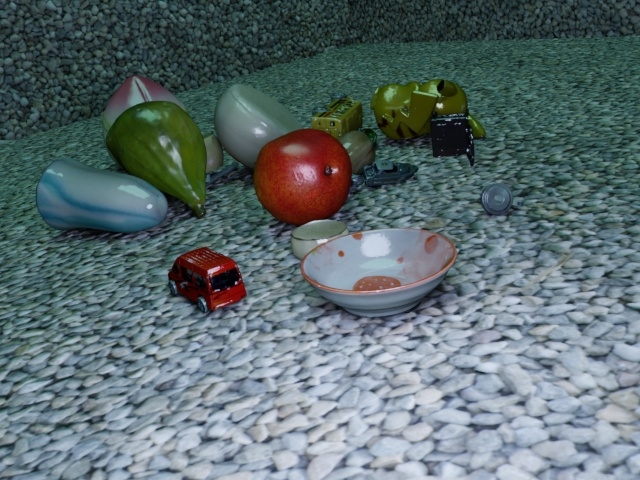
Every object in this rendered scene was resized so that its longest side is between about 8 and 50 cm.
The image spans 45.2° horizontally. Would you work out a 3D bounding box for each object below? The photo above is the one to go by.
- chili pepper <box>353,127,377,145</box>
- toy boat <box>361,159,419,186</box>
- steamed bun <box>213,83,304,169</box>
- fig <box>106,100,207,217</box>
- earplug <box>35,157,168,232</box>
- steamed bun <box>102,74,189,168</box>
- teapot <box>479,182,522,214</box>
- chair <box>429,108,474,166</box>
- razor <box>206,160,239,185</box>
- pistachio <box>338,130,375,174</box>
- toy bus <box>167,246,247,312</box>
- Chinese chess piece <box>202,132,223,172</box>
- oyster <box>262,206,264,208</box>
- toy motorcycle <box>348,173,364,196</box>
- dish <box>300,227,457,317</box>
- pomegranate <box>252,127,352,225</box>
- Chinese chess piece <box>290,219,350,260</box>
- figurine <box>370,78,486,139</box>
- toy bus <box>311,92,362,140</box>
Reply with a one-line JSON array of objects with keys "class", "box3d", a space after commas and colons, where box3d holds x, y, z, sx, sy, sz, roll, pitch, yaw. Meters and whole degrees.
[{"class": "chili pepper", "box3d": [0.106, -0.278, 2.206, 0.097, 0.061, 0.224, -2, 21, 19]}, {"class": "toy boat", "box3d": [0.175, -0.169, 1.900, 0.141, 0.060, 0.055, -7, 44, -7]}, {"class": "steamed bun", "box3d": [-0.183, -0.299, 2.165, 0.282, 0.177, 0.283, 32, 20, -13]}, {"class": "fig", "box3d": [-0.385, -0.211, 1.953, 0.233, 0.314, 0.233, -40, 13, 12]}, {"class": "earplug", "box3d": [-0.512, -0.094, 1.872, 0.323, 0.185, 0.185, 10, 28, 29]}, {"class": "steamed bun", "box3d": [-0.572, -0.393, 2.494, 0.309, 0.310, 0.309, -9, 21, 3]}, {"class": "teapot", "box3d": [0.370, -0.084, 1.593, 0.087, 0.066, 0.057, 11, 2, -6]}, {"class": "chair", "box3d": [0.344, -0.266, 2.003, 0.113, 0.106, 0.229, -4, 20, 13]}, {"class": "razor", "box3d": [-0.294, -0.188, 2.200, 0.084, 0.036, 0.211, -10, 13, 31]}, {"class": "pistachio", "box3d": [0.076, -0.219, 2.008, 0.126, 0.108, 0.185, -23, 16, 40]}, {"class": "toy bus", "box3d": [-0.218, 0.064, 1.416, 0.081, 0.090, 0.195, -22, 23, -30]}, {"class": "Chinese chess piece", "box3d": [-0.395, -0.221, 2.173, 0.250, 0.097, 0.251, -19, 13, 5]}, {"class": "oyster", "box3d": [-0.100, -0.099, 1.873, 0.093, 0.034, 0.051, -1, 29, 10]}, {"class": "toy motorcycle", "box3d": [0.022, -0.129, 1.861, 0.173, 0.058, 0.100, -8, 25, 0]}, {"class": "dish", "box3d": [0.099, 0.064, 1.284, 0.260, 0.086, 0.260, -7, 21, 3]}, {"class": "pomegranate", "box3d": [-0.049, -0.142, 1.717, 0.220, 0.221, 0.256, -23, 24, -31]}, {"class": "Chinese chess piece", "box3d": [0.000, 0.000, 1.544, 0.122, 0.051, 0.122, -8, 19, 3]}, {"class": "figurine", "box3d": [0.296, -0.383, 2.206, 0.326, 0.218, 0.169, -6, 51, 34]}, {"class": "toy bus", "box3d": [0.057, -0.367, 2.380, 0.122, 0.121, 0.335, 3, 23, 17]}]
